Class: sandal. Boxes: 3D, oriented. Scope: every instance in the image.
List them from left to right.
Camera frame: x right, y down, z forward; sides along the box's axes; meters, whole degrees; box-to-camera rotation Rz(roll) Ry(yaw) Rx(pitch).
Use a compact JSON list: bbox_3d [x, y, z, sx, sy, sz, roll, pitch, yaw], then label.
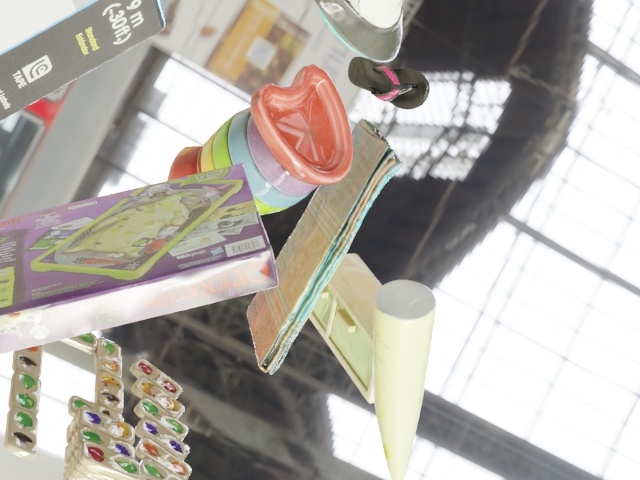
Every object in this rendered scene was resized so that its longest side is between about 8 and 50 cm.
[{"bbox_3d":[0.103,-0.257,2.063,0.179,0.040,0.067,24,-69,39],"label":"sandal"}]

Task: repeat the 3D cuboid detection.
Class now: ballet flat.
[{"bbox_3d":[0.022,-0.276,1.266,0.096,0.280,0.095,-6,-124,41],"label":"ballet flat"}]

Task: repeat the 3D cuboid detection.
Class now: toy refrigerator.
[{"bbox_3d":[0.062,0.133,1.991,0.269,0.094,0.102,-127,-140,-50],"label":"toy refrigerator"}]

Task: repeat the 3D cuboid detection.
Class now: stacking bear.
[{"bbox_3d":[-0.108,-0.108,1.801,0.289,0.164,0.175,-24,-174,39],"label":"stacking bear"}]

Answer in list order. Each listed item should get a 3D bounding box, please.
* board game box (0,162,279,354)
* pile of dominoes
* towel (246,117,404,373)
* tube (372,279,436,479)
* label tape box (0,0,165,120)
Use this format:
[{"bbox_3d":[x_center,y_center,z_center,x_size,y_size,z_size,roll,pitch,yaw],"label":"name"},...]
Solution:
[{"bbox_3d":[-0.225,0.021,1.214,0.208,0.347,0.056,-110,-172,-57],"label":"board game box"},{"bbox_3d":[-0.203,0.157,1.226,0.040,0.196,0.251,-54,-155,21],"label":"pile of dominoes"},{"bbox_3d":[0.000,0.000,1.886,0.370,0.040,0.271,-60,-167,10],"label":"towel"},{"bbox_3d":[0.078,0.149,1.280,0.070,0.062,0.240,-42,146,-40],"label":"tube"},{"bbox_3d":[-0.219,-0.242,0.994,0.347,0.115,0.249,-30,156,-9],"label":"label tape box"}]
